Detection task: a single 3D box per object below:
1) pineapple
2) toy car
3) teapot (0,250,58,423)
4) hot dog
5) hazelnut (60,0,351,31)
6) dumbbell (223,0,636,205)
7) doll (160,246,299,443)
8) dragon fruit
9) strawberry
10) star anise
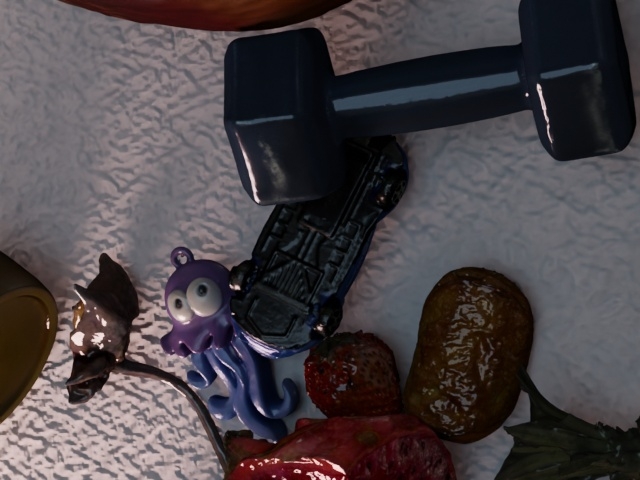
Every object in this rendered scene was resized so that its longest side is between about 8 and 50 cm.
[{"bbox_3d":[0.272,0.171,1.462,0.277,0.130,0.119,7,94,18],"label":"pineapple"},{"bbox_3d":[0.000,0.000,1.583,0.103,0.063,0.216,26,89,21],"label":"toy car"},{"bbox_3d":[-0.360,0.083,1.702,0.175,0.185,0.267,34,141,23],"label":"teapot"},{"bbox_3d":[0.121,0.094,1.549,0.099,0.065,0.147,11,87,23],"label":"hot dog"},{"bbox_3d":[-0.106,-0.328,1.433,0.421,0.421,0.352,-33,75,22],"label":"hazelnut"},{"bbox_3d":[0.085,-0.117,1.472,0.316,0.143,0.156,-8,126,13],"label":"dumbbell"},{"bbox_3d":[-0.078,0.096,1.637,0.110,0.067,0.206,-27,96,21],"label":"doll"},{"bbox_3d":[0.005,0.210,1.554,0.212,0.134,0.262,16,137,27],"label":"dragon fruit"},{"bbox_3d":[0.032,0.122,1.581,0.083,0.083,0.096,-20,85,23],"label":"strawberry"},{"bbox_3d":[-0.126,0.132,1.649,0.227,0.148,0.218,18,66,-5],"label":"star anise"}]
